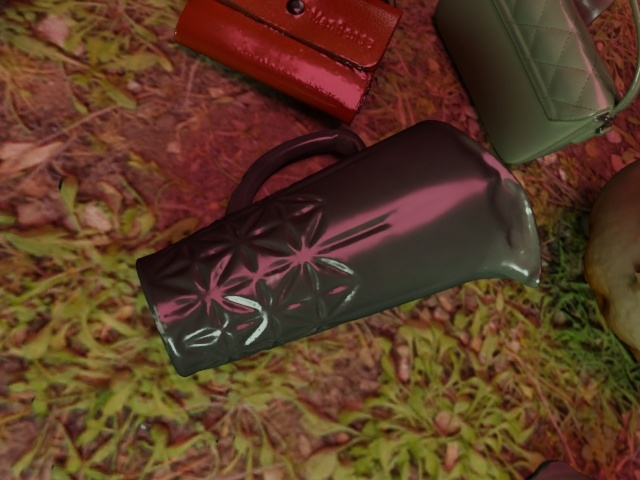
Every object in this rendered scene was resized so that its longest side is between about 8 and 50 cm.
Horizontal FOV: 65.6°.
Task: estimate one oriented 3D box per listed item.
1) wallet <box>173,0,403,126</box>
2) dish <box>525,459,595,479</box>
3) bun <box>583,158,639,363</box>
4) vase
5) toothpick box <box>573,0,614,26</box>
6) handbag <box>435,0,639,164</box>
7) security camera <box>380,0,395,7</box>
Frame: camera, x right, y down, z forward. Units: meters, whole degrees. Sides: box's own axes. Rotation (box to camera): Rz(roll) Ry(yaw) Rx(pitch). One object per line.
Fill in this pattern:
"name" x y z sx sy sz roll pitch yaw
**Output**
"wallet" -0.030 -0.223 0.516 0.204 0.045 0.142 25 78 -3
"dish" 0.257 0.339 0.454 0.224 0.078 0.246 5 73 -19
"bun" 0.404 0.052 0.541 0.299 0.165 0.299 12 54 -18
"vase" 0.000 0.000 0.437 0.301 0.156 0.251 -22 55 -17
"toothpick box" 0.303 -0.363 0.654 0.181 0.111 0.111 42 66 -2
"handbag" 0.240 -0.224 0.533 0.079 0.219 0.256 -20 83 -21
"security camera" 0.033 -0.265 0.569 0.092 0.058 0.058 -24 83 -15
